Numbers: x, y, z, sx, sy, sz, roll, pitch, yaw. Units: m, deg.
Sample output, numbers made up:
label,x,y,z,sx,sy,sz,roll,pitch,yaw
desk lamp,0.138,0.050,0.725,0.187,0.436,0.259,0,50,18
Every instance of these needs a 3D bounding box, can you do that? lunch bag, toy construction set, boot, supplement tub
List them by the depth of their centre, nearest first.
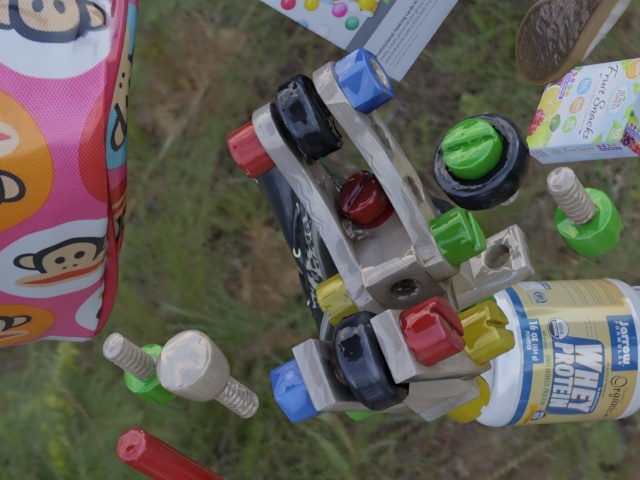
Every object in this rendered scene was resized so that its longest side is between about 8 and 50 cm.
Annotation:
label,x,y,z,sx,sy,sz,roll,pitch,yaw
lunch bag,-0.153,-0.102,0.646,0.258,0.120,0.293,111,149,-63
toy construction set,0.033,0.062,0.975,0.309,0.237,0.257,-46,48,1
boot,0.001,-0.001,1.397,0.085,0.236,0.179,-23,49,-13
supplement tub,0.248,0.111,1.494,0.144,0.199,0.144,178,90,-75

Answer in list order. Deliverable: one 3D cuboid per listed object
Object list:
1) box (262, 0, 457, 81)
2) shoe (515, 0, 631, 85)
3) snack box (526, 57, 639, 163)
label,x,y,z,sx,sy,sz,roll,pitch,yaw
box,0.027,-0.228,1.141,0.145,0.186,0.038,-54,27,16
shoe,0.252,-0.215,1.384,0.077,0.058,0.219,68,152,19
snack box,0.285,-0.134,1.545,0.141,0.037,0.100,0,64,54
